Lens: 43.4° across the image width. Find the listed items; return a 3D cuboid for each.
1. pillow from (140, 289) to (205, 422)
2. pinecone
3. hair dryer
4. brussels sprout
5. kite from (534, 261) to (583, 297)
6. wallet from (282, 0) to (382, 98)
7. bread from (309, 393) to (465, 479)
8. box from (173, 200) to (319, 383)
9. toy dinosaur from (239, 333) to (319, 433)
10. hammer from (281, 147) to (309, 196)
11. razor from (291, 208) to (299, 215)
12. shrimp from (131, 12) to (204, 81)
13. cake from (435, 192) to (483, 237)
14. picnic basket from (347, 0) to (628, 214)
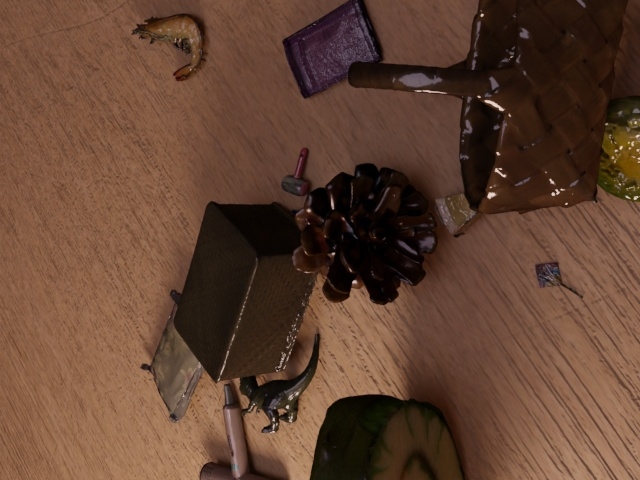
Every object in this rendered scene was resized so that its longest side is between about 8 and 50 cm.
[{"bbox_3d":[-0.275,0.227,1.599,0.169,0.059,0.255,48,128,26],"label":"pillow"},{"bbox_3d":[0.067,-0.004,1.236,0.201,0.202,0.229,47,126,55],"label":"pinecone"},{"bbox_3d":[-0.143,0.392,1.555,0.195,0.053,0.221,6,95,33],"label":"hair dryer"},{"bbox_3d":[0.421,-0.119,1.031,0.181,0.100,0.139,1,109,34],"label":"brussels sprout"},{"bbox_3d":[0.347,0.054,1.168,0.078,0.002,0.044,14,106,34],"label":"kite"},{"bbox_3d":[0.017,-0.313,1.317,0.165,0.030,0.111,-21,85,35],"label":"wallet"},{"bbox_3d":[0.095,0.423,1.182,0.129,0.382,0.366,-10,119,33],"label":"bread"},{"bbox_3d":[-0.129,0.086,1.399,0.184,0.143,0.273,42,122,40],"label":"box"},{"bbox_3d":[-0.093,0.250,1.463,0.187,0.087,0.179,9,105,33],"label":"toy dinosaur"},{"bbox_3d":[-0.037,-0.120,1.395,0.052,0.031,0.083,21,99,28],"label":"hammer"},{"bbox_3d":[0.004,-0.002,1.387,0.028,0.044,0.155,-40,70,2],"label":"razor"},{"bbox_3d":[-0.286,-0.364,1.524,0.178,0.034,0.124,2,106,30],"label":"shrimp"},{"bbox_3d":[0.233,-0.064,1.198,0.121,0.052,0.065,-40,71,32],"label":"cake"},{"bbox_3d":[0.189,-0.203,1.029,0.337,0.293,0.337,0,103,0],"label":"picnic basket"}]
